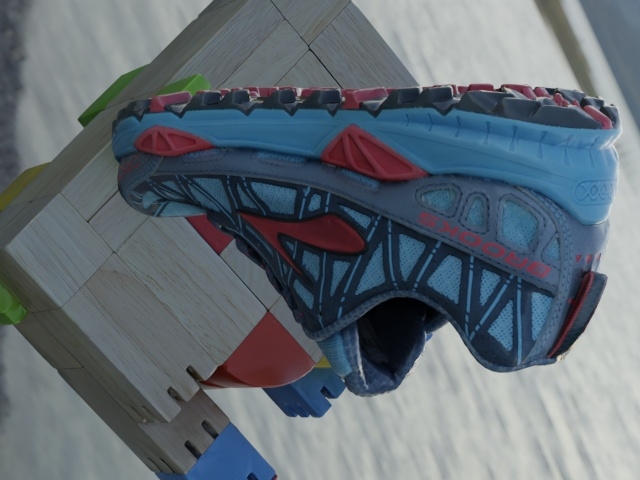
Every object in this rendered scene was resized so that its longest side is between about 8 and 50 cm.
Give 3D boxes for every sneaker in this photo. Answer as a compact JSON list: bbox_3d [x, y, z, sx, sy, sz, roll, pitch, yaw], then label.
[{"bbox_3d":[0.000,0.000,0.647,0.104,0.261,0.125,-2,94,-41],"label":"sneaker"}]

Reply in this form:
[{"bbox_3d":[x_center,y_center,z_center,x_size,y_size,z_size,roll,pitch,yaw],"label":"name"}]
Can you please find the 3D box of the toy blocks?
[{"bbox_3d":[-0.037,0.005,1.038,0.261,0.381,0.190,49,-26,-18],"label":"toy blocks"}]
